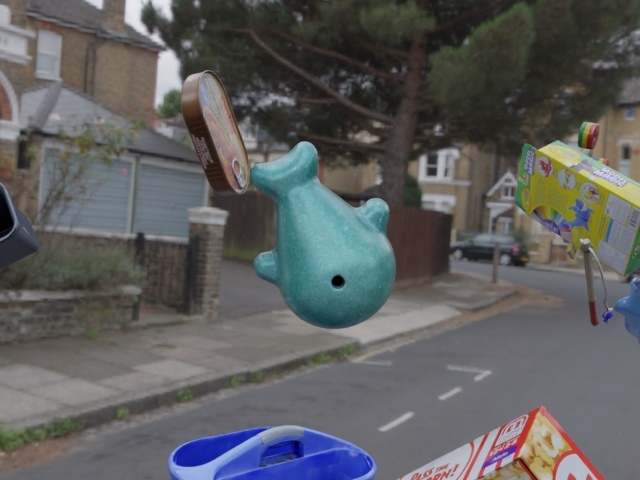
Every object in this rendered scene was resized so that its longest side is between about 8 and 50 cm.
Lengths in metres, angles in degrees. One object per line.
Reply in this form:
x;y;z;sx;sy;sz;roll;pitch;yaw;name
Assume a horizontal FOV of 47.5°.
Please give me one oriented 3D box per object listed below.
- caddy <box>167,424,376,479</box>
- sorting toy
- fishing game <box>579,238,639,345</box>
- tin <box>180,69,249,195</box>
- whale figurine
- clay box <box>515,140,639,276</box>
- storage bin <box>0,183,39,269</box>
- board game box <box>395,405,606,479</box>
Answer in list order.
-0.070;0.367;1.091;0.241;0.179;0.341;10;4;41;caddy
0.484;-0.074;1.320;0.046;0.132;0.274;16;-33;31;sorting toy
0.327;0.098;0.610;0.264;0.041;0.189;46;-11;45;fishing game
-0.152;-0.154;1.066;0.040;0.189;0.106;-6;30;20;tin
0.000;0.000;1.034;0.216;0.272;0.141;-24;11;4;whale figurine
0.395;-0.058;1.096;0.053;0.127;0.222;-24;44;-24;clay box
-0.440;-0.005;0.937;0.135;0.098;0.091;-28;-21;-3;storage bin
0.113;0.196;0.363;0.147;0.193;0.045;-41;-3;37;board game box
